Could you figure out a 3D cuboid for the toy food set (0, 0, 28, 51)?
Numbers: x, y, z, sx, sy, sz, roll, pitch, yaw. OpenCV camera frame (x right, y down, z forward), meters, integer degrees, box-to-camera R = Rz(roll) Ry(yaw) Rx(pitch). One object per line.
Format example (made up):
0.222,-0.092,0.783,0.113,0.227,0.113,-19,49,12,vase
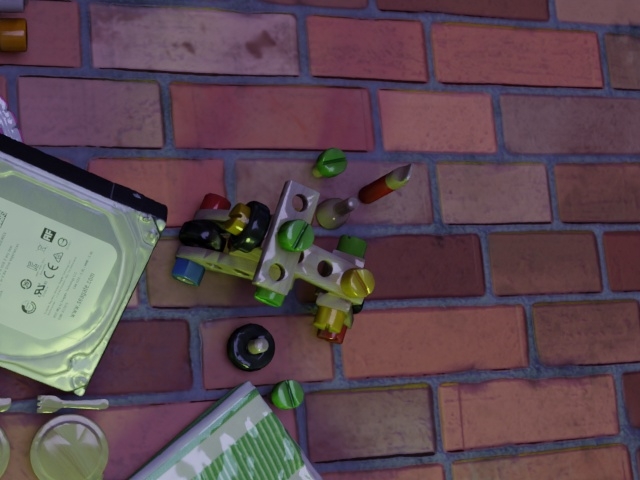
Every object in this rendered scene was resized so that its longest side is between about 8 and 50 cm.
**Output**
-0.397,-0.337,1.413,0.105,0.111,0.232,-1,80,-10,toy food set

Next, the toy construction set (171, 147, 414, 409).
0.000,0.000,1.433,0.257,0.237,0.309,47,66,-7,toy construction set

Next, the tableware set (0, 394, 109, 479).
-0.336,0.234,1.358,0.194,0.039,0.128,3,90,-16,tableware set

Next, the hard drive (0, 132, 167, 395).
-0.365,0.004,1.306,0.339,0.064,0.237,25,106,-13,hard drive

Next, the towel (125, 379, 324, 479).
-0.079,0.364,1.439,0.248,0.038,0.325,-39,97,-23,towel

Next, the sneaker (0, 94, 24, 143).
-0.385,-0.079,1.365,0.111,0.103,0.252,-31,91,-26,sneaker
